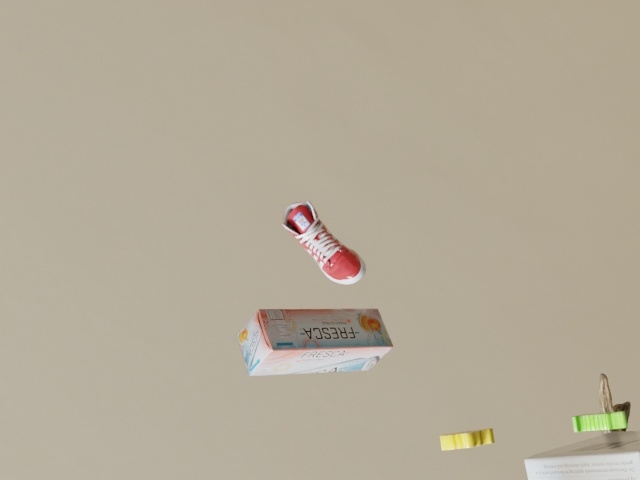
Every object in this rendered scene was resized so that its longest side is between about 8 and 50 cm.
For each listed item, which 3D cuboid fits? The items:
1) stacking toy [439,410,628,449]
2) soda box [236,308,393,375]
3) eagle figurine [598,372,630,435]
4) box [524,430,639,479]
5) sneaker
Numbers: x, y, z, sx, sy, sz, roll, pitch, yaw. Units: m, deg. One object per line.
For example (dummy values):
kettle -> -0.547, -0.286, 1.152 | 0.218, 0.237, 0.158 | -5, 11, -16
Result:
stacking toy -> 0.231, 0.275, 1.178 | 0.052, 0.221, 0.167 | 2, -103, -47
soda box -> -0.006, 0.121, 1.346 | 0.183, 0.063, 0.058 | 3, -126, -35
eagle figurine -> 0.519, 0.314, 1.485 | 0.226, 0.298, 0.225 | 70, -148, -41
box -> 0.375, 0.293, 1.324 | 0.182, 0.181, 0.119 | -6, -98, -37
sneaker -> 0.000, 0.000, 1.212 | 0.042, 0.118, 0.067 | -43, -47, -6
